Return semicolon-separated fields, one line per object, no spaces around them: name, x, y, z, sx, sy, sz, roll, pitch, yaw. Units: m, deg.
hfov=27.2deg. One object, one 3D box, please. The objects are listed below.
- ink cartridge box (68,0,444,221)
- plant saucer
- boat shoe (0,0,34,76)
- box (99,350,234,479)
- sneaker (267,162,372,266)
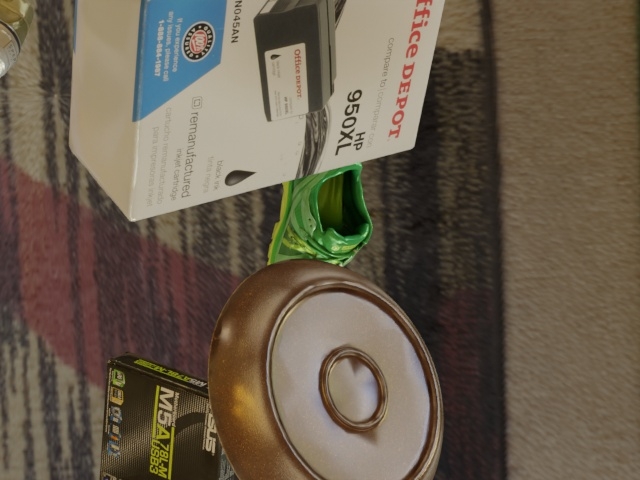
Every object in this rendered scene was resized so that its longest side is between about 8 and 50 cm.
ink cartridge box;-0.066;-0.217;1.493;0.395;0.166;0.285;-16;135;-30
plant saucer;0.023;0.160;1.384;0.311;0.050;0.310;17;62;-35
boat shoe;-0.460;-0.267;1.439;0.302;0.109;0.094;25;49;-2
box;-0.191;0.254;1.662;0.184;0.045;0.190;18;110;29
sneaker;0.000;0.000;1.808;0.109;0.123;0.295;-12;121;-29
